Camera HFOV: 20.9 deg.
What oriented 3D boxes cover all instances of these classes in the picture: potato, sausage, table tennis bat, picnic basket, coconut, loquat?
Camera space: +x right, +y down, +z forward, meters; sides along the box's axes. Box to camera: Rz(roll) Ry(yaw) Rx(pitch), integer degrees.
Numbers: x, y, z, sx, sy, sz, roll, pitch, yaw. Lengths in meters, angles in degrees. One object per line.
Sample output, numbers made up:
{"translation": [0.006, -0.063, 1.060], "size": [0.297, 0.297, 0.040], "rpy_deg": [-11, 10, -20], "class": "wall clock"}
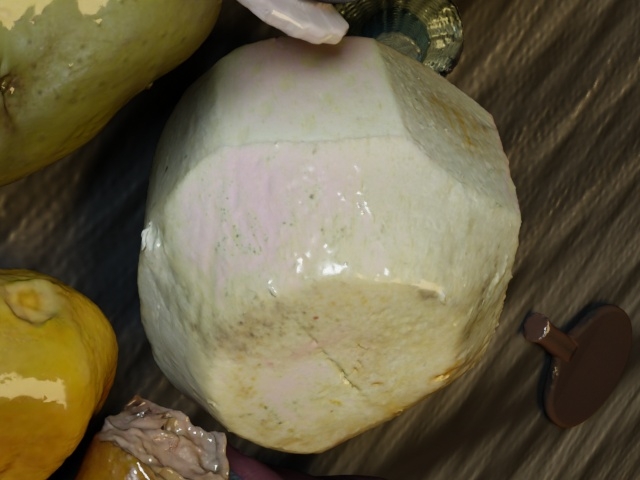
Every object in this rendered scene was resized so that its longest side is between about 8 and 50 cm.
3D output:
{"translation": [-0.139, -0.102, 0.751], "size": [0.200, 0.137, 0.155], "rpy_deg": [-31, 119, -17], "class": "potato"}
{"translation": [-0.154, 0.211, 0.900], "size": [0.302, 0.103, 0.076], "rpy_deg": [-49, 145, 14], "class": "sausage"}
{"translation": [0.237, 0.112, 1.342], "size": [0.107, 0.119, 0.170], "rpy_deg": [-60, 144, -2], "class": "table tennis bat"}
{"translation": [0.043, -0.121, 1.026], "size": [0.083, 0.083, 0.065], "rpy_deg": [-87, 178, -60], "class": "picnic basket"}
{"translation": [0.000, 0.000, 0.946], "size": [0.197, 0.237, 0.237], "rpy_deg": [1, 119, -5], "class": "coconut"}
{"translation": [-0.167, 0.077, 0.861], "size": [0.137, 0.113, 0.137], "rpy_deg": [-39, 151, -27], "class": "loquat"}

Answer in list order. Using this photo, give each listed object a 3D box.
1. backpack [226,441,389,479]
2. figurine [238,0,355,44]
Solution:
{"translation": [-0.063, 0.280, 1.040], "size": [0.283, 0.197, 0.317], "rpy_deg": [25, 98, -54], "class": "backpack"}
{"translation": [0.078, -0.271, 0.848], "size": [0.361, 0.211, 0.253], "rpy_deg": [-32, 102, -32], "class": "figurine"}
